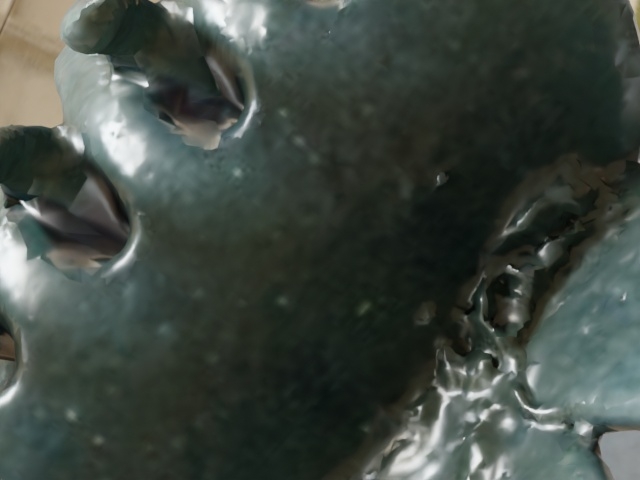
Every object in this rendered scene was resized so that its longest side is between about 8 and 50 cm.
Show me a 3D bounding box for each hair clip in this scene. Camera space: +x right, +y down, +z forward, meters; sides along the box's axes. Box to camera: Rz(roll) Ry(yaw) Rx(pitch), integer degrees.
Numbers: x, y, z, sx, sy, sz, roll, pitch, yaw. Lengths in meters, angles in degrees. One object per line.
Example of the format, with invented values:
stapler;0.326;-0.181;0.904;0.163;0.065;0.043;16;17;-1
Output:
hair clip;0.000;0.000;0.515;0.238;0.392;0.318;39;-82;-10
